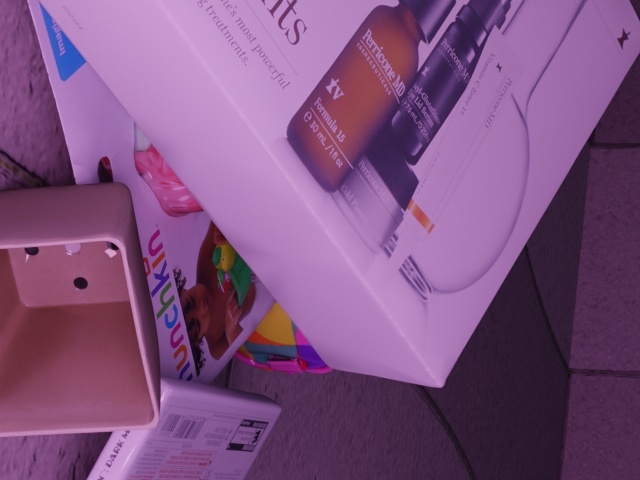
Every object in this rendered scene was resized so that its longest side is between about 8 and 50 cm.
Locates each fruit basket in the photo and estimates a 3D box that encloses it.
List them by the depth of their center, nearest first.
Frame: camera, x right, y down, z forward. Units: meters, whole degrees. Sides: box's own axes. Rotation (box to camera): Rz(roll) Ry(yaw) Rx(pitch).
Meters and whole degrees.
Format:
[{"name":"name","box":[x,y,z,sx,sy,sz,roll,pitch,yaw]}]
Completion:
[{"name":"fruit basket","box":[-0.040,-0.092,0.999,0.353,0.165,0.327,-58,146,-51]}]

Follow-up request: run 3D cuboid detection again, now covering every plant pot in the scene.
[{"name":"plant pot","box":[-0.134,0.026,0.826,0.096,0.109,0.109,-80,165,-61]}]

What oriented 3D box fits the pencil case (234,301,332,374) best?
[{"name":"pencil case","box":[0.000,0.000,1.239,0.236,0.104,0.104,-64,151,-47]}]

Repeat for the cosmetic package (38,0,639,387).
[{"name":"cosmetic package","box":[0.018,-0.146,0.890,0.377,0.097,0.284,53,57,-36]}]

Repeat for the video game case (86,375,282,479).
[{"name":"video game case","box":[-0.100,0.163,0.960,0.173,0.022,0.190,-61,161,1]}]
